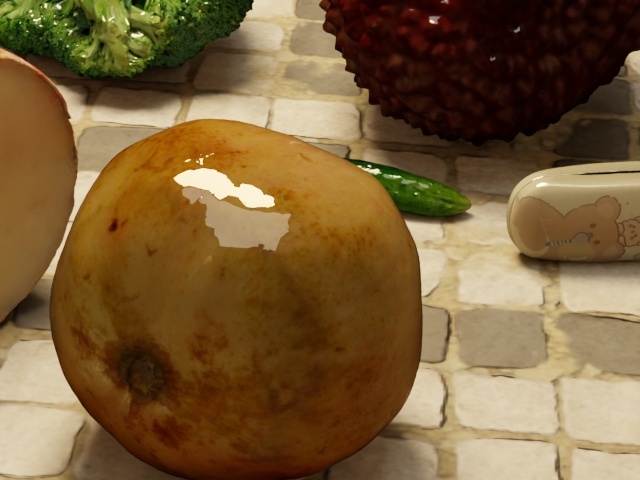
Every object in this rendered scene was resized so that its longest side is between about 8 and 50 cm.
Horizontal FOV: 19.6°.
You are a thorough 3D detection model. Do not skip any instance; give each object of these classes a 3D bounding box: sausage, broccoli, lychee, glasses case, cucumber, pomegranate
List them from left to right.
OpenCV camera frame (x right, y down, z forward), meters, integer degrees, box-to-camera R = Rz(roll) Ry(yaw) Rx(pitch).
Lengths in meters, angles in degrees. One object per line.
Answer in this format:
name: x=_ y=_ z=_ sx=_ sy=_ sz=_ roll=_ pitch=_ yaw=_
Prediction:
sausage: x=-0.355 y=-0.075 z=1.405 sx=0.287 sy=0.233 sz=0.233 roll=29 pitch=41 yaw=35
broccoli: x=-0.187 y=-0.275 z=1.740 sx=0.294 sy=0.245 sz=0.265 roll=-7 pitch=43 yaw=33
pomegranate: x=-0.048 y=0.032 z=1.252 sx=0.252 sy=0.229 sz=0.270 roll=15 pitch=28 yaw=18
cucumber: x=0.045 y=-0.048 z=1.565 sx=0.168 sy=0.039 sz=0.039 roll=12 pitch=33 yaw=12
lychee: x=0.145 y=-0.235 z=1.633 sx=0.306 sy=0.306 sz=0.330 roll=3 pitch=9 yaw=0
glasses case: x=0.252 y=-0.024 z=1.501 sx=0.204 sy=0.081 sz=0.051 roll=-4 pitch=34 yaw=-7
